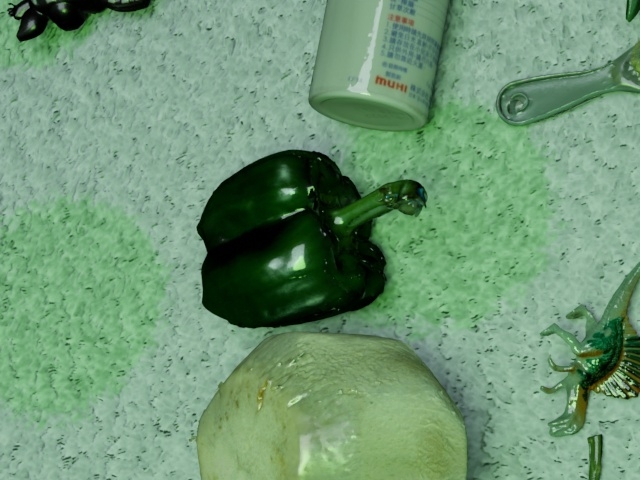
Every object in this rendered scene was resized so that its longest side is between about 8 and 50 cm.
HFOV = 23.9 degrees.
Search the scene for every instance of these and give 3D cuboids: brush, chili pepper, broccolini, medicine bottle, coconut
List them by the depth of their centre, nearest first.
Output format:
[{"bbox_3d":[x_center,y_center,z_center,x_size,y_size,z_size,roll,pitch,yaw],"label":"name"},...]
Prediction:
[{"bbox_3d":[0.023,0.204,1.447,0.245,0.247,0.245,-8,80,50],"label":"coconut"},{"bbox_3d":[0.261,0.254,1.450,0.030,0.035,0.140,1,76,17],"label":"broccolini"},{"bbox_3d":[0.316,-0.176,1.524,0.297,0.060,0.068,-15,74,16],"label":"brush"},{"bbox_3d":[0.000,0.000,1.542,0.261,0.165,0.174,-18,53,19],"label":"chili pepper"},{"bbox_3d":[0.080,-0.295,1.603,0.130,0.130,0.341,7,80,22],"label":"medicine bottle"}]

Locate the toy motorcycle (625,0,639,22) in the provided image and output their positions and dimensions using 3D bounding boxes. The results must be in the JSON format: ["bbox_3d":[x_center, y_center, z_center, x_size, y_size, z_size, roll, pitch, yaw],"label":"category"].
[{"bbox_3d":[0.356,-0.307,1.533,0.106,0.074,0.190,-1,64,15],"label":"toy motorcycle"}]

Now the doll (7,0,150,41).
[{"bbox_3d":[-0.263,-0.296,1.766,0.219,0.067,0.091,-14,69,10],"label":"doll"}]

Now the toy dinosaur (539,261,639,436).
[{"bbox_3d":[0.282,0.108,1.481,0.187,0.044,0.106,-35,80,-5],"label":"toy dinosaur"}]
